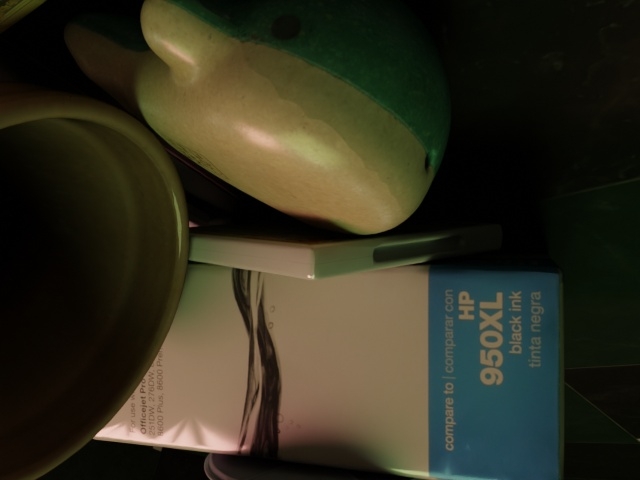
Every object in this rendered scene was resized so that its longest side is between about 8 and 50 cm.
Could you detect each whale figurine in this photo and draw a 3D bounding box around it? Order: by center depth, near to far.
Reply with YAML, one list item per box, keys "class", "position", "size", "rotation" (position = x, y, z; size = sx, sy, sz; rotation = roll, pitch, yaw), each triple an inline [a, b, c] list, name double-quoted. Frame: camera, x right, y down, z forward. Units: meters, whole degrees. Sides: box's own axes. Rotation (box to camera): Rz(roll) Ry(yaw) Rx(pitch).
- class: "whale figurine"
  position: [-0.040, -0.110, 0.419]
  size: [0.272, 0.141, 0.216]
  rotation: [24, 171, 27]

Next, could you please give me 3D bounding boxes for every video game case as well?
- class: "video game case"
  position: [0.000, 0.000, 0.531]
  size: [0.206, 0.026, 0.227]
  rotation: [-6, -172, -40]

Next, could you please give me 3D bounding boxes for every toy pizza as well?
- class: "toy pizza"
  position: [0.003, 0.195, 0.531]
  size: [0.201, 0.032, 0.201]
  rotation: [0, 179, 0]

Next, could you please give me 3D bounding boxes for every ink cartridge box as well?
- class: "ink cartridge box"
  position: [0.021, 0.094, 0.609]
  size: [0.395, 0.166, 0.285]
  rotation: [0, -179, 18]

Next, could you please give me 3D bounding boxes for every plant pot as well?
- class: "plant pot"
  position: [-0.262, 0.010, 0.429]
  size: [0.229, 0.263, 0.263]
  rotation: [17, 158, 25]

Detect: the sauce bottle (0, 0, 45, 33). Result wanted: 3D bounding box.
- class: "sauce bottle"
  position: [-0.138, -0.185, 0.293]
  size: [0.344, 0.111, 0.111]
  rotation: [-13, 145, 37]

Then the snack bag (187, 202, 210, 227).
- class: "snack bag"
  position: [-0.344, -0.058, 0.690]
  size: [0.323, 0.037, 0.342]
  rotation: [-13, 145, 38]
